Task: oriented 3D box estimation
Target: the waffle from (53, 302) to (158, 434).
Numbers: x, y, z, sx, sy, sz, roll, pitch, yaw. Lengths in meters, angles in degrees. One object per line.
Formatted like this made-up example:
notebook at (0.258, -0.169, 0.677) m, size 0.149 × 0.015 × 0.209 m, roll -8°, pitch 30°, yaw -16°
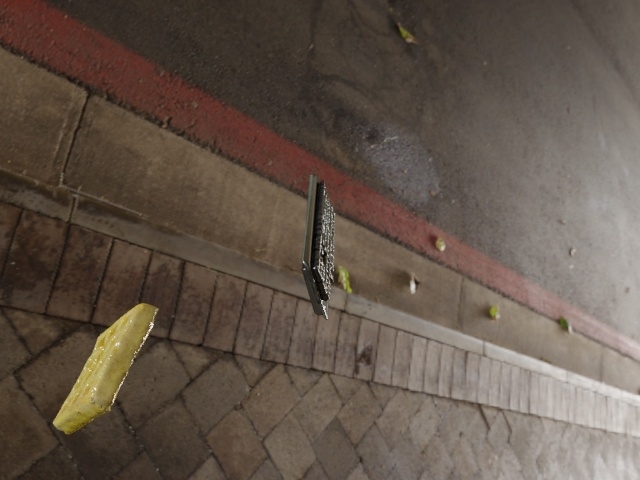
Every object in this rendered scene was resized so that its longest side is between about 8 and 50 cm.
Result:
waffle at (-0.450, 0.265, 1.156) m, size 0.055 × 0.221 × 0.248 m, roll 36°, pitch 44°, yaw -21°

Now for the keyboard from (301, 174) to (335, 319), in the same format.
keyboard at (0.000, 0.000, 0.717) m, size 0.230 × 0.025 × 0.094 m, roll -87°, pitch 163°, yaw -57°
